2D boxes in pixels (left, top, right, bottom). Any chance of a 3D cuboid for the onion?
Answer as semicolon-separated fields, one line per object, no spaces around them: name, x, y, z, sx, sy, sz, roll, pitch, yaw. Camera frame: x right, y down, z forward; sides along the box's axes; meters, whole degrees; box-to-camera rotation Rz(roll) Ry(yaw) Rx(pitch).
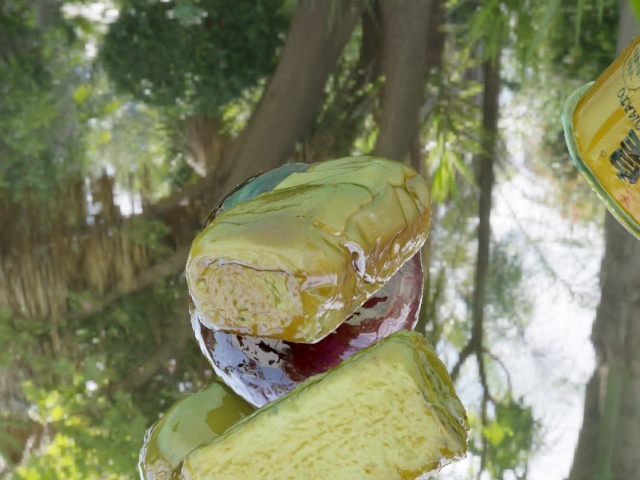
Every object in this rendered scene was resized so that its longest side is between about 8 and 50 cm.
onion;-0.047;0.054;1.421;0.348;0.347;0.285;18;-174;35

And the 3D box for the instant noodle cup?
instant noodle cup;0.306;-0.099;0.784;0.216;0.172;0.215;15;-136;-15

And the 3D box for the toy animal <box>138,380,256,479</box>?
toy animal;-0.098;0.252;1.125;0.195;0.169;0.281;14;-169;-35

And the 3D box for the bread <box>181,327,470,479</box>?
bread;0.005;0.155;0.810;0.211;0.114;0.083;-30;165;11

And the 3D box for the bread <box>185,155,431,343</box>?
bread;0.000;0.000;1.143;0.167;0.132;0.294;-8;-164;31
